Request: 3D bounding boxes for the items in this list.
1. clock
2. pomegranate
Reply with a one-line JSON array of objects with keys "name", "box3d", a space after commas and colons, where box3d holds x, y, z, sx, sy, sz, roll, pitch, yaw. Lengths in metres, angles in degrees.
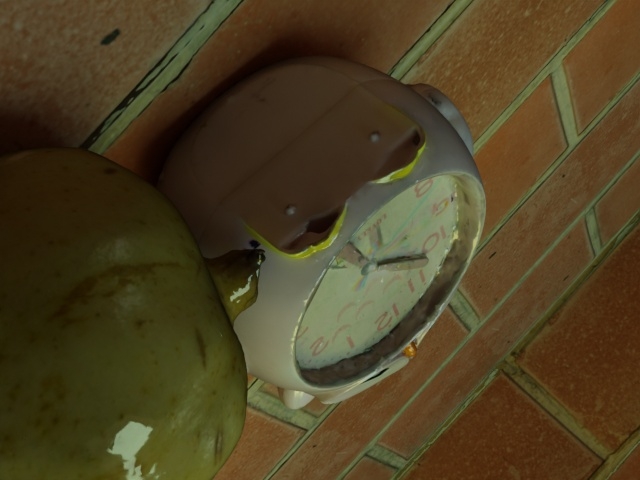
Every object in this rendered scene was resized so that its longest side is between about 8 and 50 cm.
[{"name": "clock", "box3d": [0.000, 0.000, 1.127, 0.368, 0.250, 0.377, -42, 148, -14]}, {"name": "pomegranate", "box3d": [-0.193, 0.091, 0.862, 0.342, 0.342, 0.342, -36, 153, -22]}]
